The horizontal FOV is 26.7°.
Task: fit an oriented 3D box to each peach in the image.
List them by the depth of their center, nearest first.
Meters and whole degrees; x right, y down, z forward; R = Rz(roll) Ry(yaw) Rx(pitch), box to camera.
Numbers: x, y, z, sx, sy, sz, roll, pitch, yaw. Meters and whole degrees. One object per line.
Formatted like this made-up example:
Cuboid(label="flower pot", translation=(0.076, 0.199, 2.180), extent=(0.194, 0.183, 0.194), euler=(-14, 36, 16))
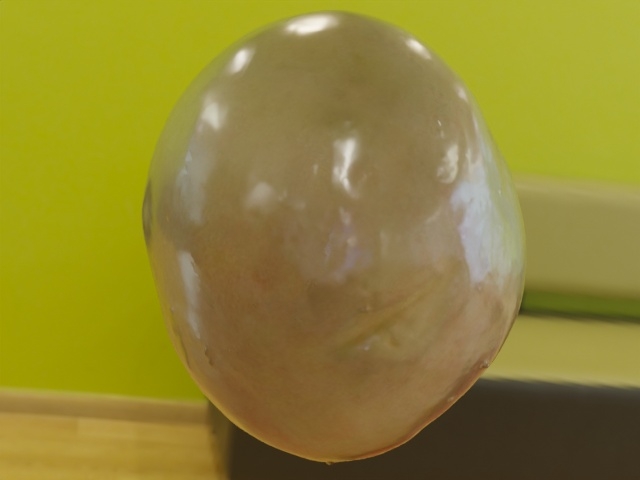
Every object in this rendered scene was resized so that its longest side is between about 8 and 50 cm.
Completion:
Cuboid(label="peach", translation=(0.000, 0.000, 0.897), extent=(0.247, 0.292, 0.292), euler=(14, 11, -16))
